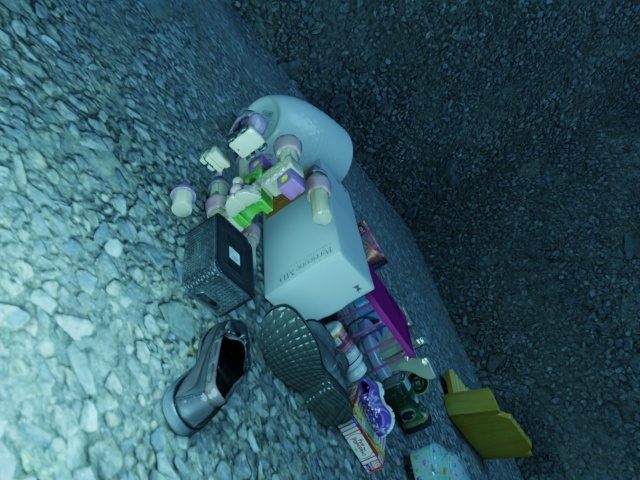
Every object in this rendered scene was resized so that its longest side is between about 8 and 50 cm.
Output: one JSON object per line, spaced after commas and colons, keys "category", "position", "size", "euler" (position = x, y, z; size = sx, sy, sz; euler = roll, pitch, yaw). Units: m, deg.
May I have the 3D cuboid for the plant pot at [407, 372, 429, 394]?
{"category": "plant pot", "position": [0.355, 0.521, 1.950], "size": [0.083, 0.083, 0.079], "euler": [65, 5, 20]}

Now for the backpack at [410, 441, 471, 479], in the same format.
{"category": "backpack", "position": [0.337, 0.668, 1.501], "size": [0.166, 0.144, 0.188], "euler": [38, 23, -40]}

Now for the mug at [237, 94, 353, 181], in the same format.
{"category": "mug", "position": [-0.125, -0.342, 1.766], "size": [0.374, 0.276, 0.328], "euler": [33, 6, 37]}

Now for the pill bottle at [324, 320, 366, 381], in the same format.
{"category": "pill bottle", "position": [0.056, 0.296, 1.414], "size": [0.152, 0.086, 0.086], "euler": [57, 16, -12]}

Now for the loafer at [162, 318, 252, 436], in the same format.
{"category": "loafer", "position": [-0.158, 0.211, 0.898], "size": [0.109, 0.095, 0.302], "euler": [57, 16, -9]}

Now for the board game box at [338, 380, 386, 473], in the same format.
{"category": "board game box", "position": [0.110, 0.464, 1.347], "size": [0.147, 0.045, 0.193], "euler": [58, 16, -5]}

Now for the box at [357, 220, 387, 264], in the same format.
{"category": "box", "position": [0.150, 0.041, 1.975], "size": [0.154, 0.142, 0.300], "euler": [62, 6, 11]}

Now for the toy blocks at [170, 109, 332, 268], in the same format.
{"category": "toy blocks", "position": [-0.162, -0.151, 1.206], "size": [0.309, 0.288, 0.260], "euler": [43, 26, -37]}

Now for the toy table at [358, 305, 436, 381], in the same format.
{"category": "toy table", "position": [0.257, 0.362, 1.774], "size": [0.274, 0.160, 0.252], "euler": [62, 16, 8]}

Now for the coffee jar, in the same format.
{"category": "coffee jar", "position": [0.265, 0.506, 1.650], "size": [0.184, 0.096, 0.079], "euler": [58, 19, -7]}

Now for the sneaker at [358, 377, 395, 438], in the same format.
{"category": "sneaker", "position": [0.128, 0.415, 1.325], "size": [0.071, 0.068, 0.170], "euler": [31, 20, -29]}

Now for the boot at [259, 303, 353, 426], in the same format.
{"category": "boot", "position": [-0.033, 0.245, 1.231], "size": [0.223, 0.118, 0.338], "euler": [-92, 159, -65]}

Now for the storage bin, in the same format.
{"category": "storage bin", "position": [-0.203, 0.048, 1.079], "size": [0.122, 0.084, 0.180], "euler": [47, 19, -37]}

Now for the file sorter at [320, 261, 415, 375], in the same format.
{"category": "file sorter", "position": [0.115, 0.216, 1.560], "size": [0.291, 0.182, 0.202], "euler": [54, 16, -21]}

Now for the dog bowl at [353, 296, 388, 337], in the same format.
{"category": "dog bowl", "position": [0.213, 0.271, 1.959], "size": [0.297, 0.074, 0.166], "euler": [55, 16, -12]}

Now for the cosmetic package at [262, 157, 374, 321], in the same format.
{"category": "cosmetic package", "position": [-0.025, -0.007, 1.458], "size": [0.161, 0.230, 0.453], "euler": [48, 19, -33]}

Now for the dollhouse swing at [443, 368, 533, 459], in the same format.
{"category": "dollhouse swing", "position": [0.736, 0.735, 2.360], "size": [0.347, 0.315, 0.305], "euler": [52, 38, -23]}
